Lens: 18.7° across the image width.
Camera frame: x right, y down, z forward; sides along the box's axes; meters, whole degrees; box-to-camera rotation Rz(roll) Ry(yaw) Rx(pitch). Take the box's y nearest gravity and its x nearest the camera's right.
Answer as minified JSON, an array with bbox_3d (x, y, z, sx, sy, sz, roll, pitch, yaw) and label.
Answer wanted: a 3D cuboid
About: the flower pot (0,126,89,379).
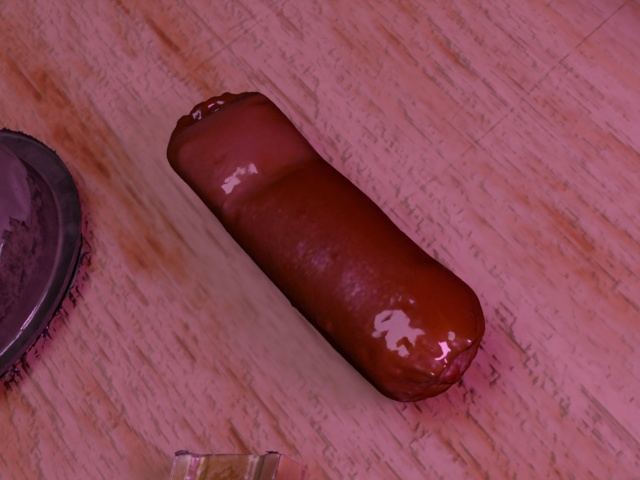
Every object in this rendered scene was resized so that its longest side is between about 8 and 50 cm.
[{"bbox_3d":[-0.363,-0.024,1.519,0.290,0.259,0.290,-14,55,21],"label":"flower pot"}]

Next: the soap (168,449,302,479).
[{"bbox_3d":[-0.085,0.262,1.315,0.092,0.037,0.252,-2,60,30],"label":"soap"}]

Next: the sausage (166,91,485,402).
[{"bbox_3d":[-0.001,0.000,1.402,0.097,0.094,0.348,-34,46,-11],"label":"sausage"}]
